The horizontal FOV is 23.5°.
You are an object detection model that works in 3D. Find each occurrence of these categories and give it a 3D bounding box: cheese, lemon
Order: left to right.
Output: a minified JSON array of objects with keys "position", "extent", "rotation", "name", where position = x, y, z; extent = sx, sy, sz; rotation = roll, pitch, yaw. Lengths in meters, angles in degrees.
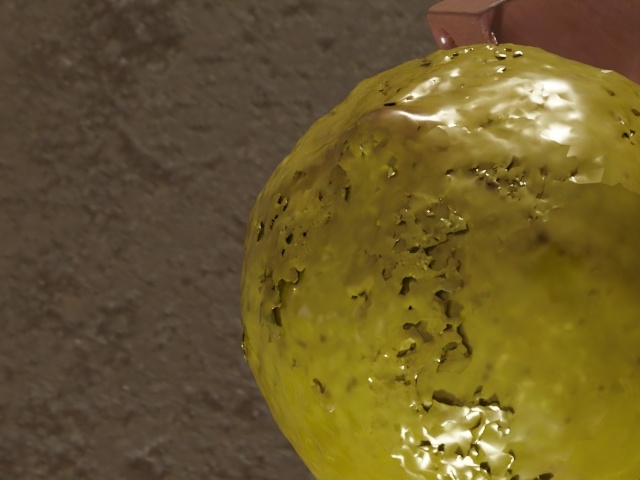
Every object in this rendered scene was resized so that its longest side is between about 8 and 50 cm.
[{"position":[0.099,0.041,0.772],"extent":[0.258,0.310,0.258],"rotation":[-17,56,27],"name":"lemon"},{"position":[0.224,-0.152,1.330],"extent":[0.177,0.203,0.128],"rotation":[-33,16,-12],"name":"cheese"}]
